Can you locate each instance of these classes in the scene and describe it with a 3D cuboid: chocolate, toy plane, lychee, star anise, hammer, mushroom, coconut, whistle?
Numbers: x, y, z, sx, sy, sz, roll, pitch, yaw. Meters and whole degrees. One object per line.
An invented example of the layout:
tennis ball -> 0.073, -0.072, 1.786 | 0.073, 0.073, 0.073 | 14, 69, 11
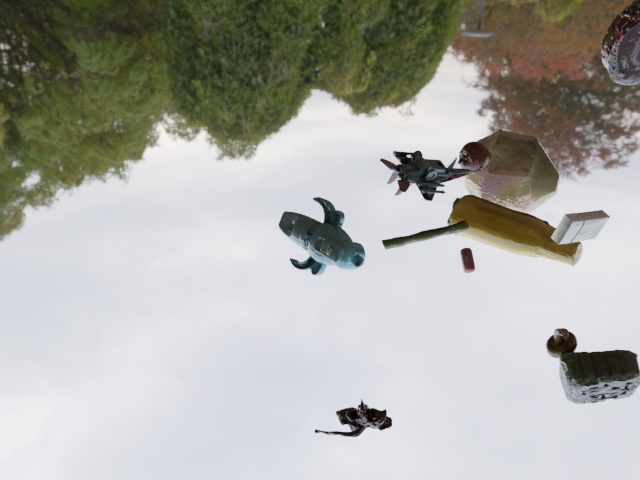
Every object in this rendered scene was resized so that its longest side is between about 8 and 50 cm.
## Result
chocolate -> 0.654, -0.023, 1.830 | 0.162, 0.162, 0.445 | -19, -147, -39
toy plane -> 0.347, -0.212, 1.670 | 0.326, 0.104, 0.223 | -11, -128, -22
lychee -> 0.500, -0.279, 1.788 | 0.140, 0.101, 0.114 | 21, 155, -21
star anise -> 0.069, 0.407, 1.219 | 0.190, 0.097, 0.070 | -19, -126, 34
hammer -> 0.465, 0.062, 1.717 | 0.043, 0.043, 0.083 | -1, -116, -4
mushroom -> 0.656, 0.277, 1.470 | 0.088, 0.129, 0.073 | -34, -117, -4
coconut -> 0.738, -0.251, 2.081 | 0.352, 0.353, 0.352 | 1, -157, 0
whistle -> 0.000, 0.000, 1.299 | 0.274, 0.186, 0.093 | 30, -167, 38

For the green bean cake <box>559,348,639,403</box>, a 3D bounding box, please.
green bean cake -> 0.734, 0.359, 1.430 | 0.185, 0.183, 0.094 | -12, -127, 16

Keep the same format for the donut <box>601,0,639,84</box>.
donut -> 0.795, -0.497, 1.325 | 0.235, 0.235, 0.089 | -5, -133, -15

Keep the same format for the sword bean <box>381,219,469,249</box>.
sword bean -> 0.320, -0.015, 1.658 | 0.269, 0.038, 0.043 | -14, -160, 6

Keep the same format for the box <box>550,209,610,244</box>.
box -> 0.725, -0.037, 1.515 | 0.154, 0.084, 0.040 | -6, -135, -26
